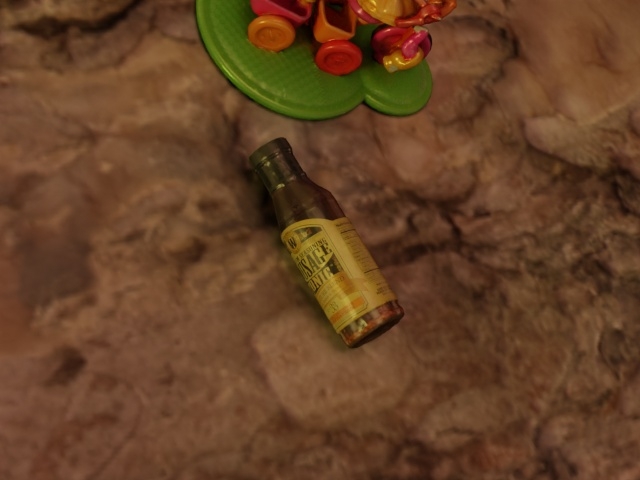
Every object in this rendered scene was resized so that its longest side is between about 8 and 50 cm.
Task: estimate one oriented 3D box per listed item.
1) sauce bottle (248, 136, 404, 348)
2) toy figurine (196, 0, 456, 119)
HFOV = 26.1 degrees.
[{"bbox_3d":[0.000,0.000,0.800,0.042,0.042,0.128,-23,74,-39],"label":"sauce bottle"},{"bbox_3d":[0.035,-0.161,0.839,0.173,0.159,0.130,19,55,-22],"label":"toy figurine"}]
